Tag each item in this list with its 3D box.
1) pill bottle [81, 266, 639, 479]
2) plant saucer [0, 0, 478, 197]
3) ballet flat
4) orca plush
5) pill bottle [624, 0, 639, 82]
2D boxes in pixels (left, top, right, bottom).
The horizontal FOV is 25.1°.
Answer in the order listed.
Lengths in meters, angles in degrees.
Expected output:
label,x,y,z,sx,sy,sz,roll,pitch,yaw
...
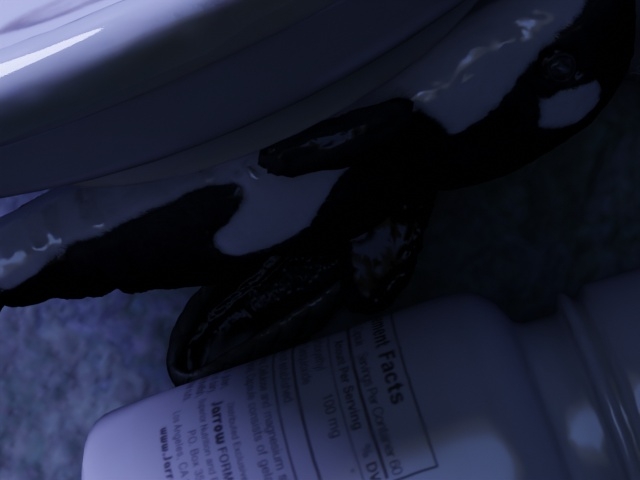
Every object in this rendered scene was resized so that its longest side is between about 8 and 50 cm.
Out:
label,x,y,z,sx,sy,sz,roll,pitch,yaw
pill bottle,0.038,0.092,0.549,0.229,0.131,0.131,-19,83,5
plant saucer,-0.046,-0.122,0.512,0.400,0.400,0.100,-24,123,4
ballet flat,0.000,0.000,0.603,0.057,0.049,0.173,37,90,8
orca plush,-0.007,-0.004,0.538,0.287,0.151,0.102,-29,107,-4
pill bottle,0.113,-0.109,0.587,0.137,0.078,0.078,16,87,8
